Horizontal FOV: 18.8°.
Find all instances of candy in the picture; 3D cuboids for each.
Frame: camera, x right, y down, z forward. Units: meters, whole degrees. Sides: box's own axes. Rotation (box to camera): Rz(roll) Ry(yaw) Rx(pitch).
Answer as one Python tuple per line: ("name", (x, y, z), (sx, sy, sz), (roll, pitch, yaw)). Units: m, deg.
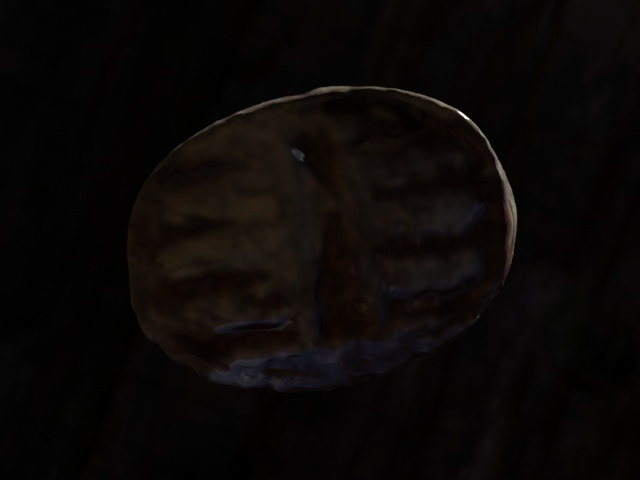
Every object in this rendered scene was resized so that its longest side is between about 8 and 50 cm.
("candy", (0.000, 0.000, 1.382), (0.157, 0.289, 0.214), (33, 42, -88))
